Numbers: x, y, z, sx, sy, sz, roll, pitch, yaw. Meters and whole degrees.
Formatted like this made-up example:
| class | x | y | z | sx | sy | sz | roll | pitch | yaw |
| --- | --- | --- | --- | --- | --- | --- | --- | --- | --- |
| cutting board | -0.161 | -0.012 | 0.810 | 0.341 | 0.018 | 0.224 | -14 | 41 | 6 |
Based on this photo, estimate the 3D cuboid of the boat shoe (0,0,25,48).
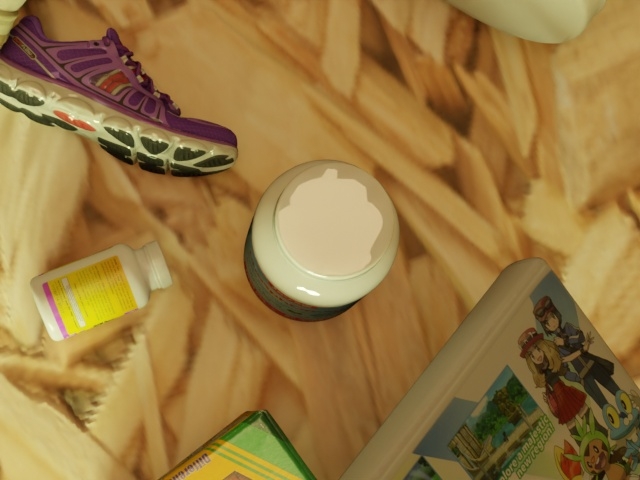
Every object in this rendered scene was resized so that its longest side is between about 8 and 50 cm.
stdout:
| class | x | y | z | sx | sy | sz | roll | pitch | yaw |
| --- | --- | --- | --- | --- | --- | --- | --- | --- | --- |
| boat shoe | -0.315 | -0.231 | 0.851 | 0.341 | 0.122 | 0.110 | 26 | 107 | -27 |

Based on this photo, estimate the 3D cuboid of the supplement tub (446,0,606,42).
| class | x | y | z | sx | sy | sz | roll | pitch | yaw |
| --- | --- | --- | --- | --- | --- | --- | --- | --- | --- |
| supplement tub | 0.166 | -0.281 | 0.931 | 0.191 | 0.191 | 0.272 | 35 | 80 | 0 |

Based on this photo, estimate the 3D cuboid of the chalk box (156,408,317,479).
| class | x | y | z | sx | sy | sz | roll | pitch | yaw |
| --- | --- | --- | --- | --- | --- | --- | --- | --- | --- |
| chalk box | -0.027 | 0.221 | 0.872 | 0.132 | 0.132 | 0.213 | -36 | 87 | -9 |

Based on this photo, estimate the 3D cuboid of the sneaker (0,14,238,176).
| class | x | y | z | sx | sy | sz | roll | pitch | yaw |
| --- | --- | --- | --- | --- | --- | --- | --- | --- | --- |
| sneaker | -0.126 | -0.095 | 0.941 | 0.170 | 0.068 | 0.071 | 25 | 75 | -1 |

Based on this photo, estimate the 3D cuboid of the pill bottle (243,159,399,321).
| class | x | y | z | sx | sy | sz | roll | pitch | yaw |
| --- | --- | --- | --- | --- | --- | --- | --- | --- | --- |
| pill bottle | 0.000 | 0.000 | 0.891 | 0.087 | 0.160 | 0.087 | 1 | 82 | -5 |

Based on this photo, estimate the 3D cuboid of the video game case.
| class | x | y | z | sx | sy | sz | roll | pitch | yaw |
| --- | --- | --- | --- | --- | --- | --- | --- | --- | --- |
| video game case | 0.116 | 0.225 | 0.834 | 0.300 | 0.036 | 0.329 | 52 | 57 | -16 |

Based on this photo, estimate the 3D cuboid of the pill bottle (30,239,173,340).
| class | x | y | z | sx | sy | sz | roll | pitch | yaw |
| --- | --- | --- | --- | --- | --- | --- | --- | --- | --- |
| pill bottle | -0.136 | 0.029 | 0.932 | 0.083 | 0.043 | 0.043 | -22 | 85 | -8 |
